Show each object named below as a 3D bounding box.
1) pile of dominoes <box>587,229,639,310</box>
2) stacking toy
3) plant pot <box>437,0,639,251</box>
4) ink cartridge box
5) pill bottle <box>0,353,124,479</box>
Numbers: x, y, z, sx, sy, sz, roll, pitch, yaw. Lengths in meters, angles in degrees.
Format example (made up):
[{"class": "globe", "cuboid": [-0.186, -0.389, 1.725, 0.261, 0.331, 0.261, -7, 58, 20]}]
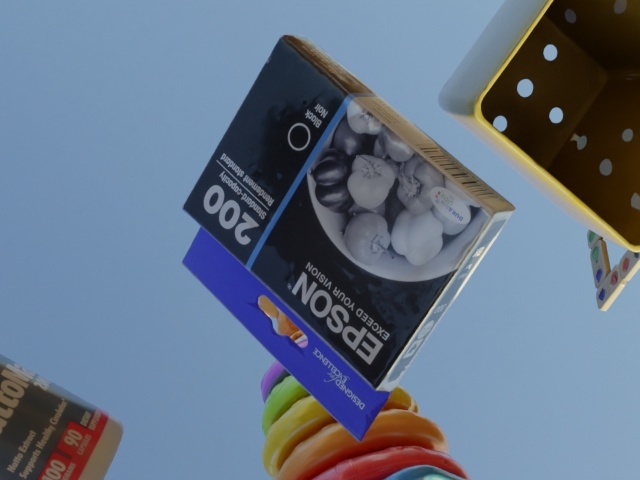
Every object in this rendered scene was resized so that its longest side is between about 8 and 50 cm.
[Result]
[{"class": "pile of dominoes", "cuboid": [0.339, -0.072, 1.454, 0.040, 0.251, 0.196, 10, -131, -13]}, {"class": "stacking toy", "cuboid": [0.008, 0.135, 1.046, 0.165, 0.175, 0.302, 33, -154, -49]}, {"class": "plant pot", "cuboid": [0.231, -0.140, 1.205, 0.212, 0.187, 0.212, 37, -97, -19]}, {"class": "ink cartridge box", "cuboid": [0.000, 0.000, 0.897, 0.206, 0.208, 0.045, 42, -154, 25]}, {"class": "pill bottle", "cuboid": [-0.218, 0.112, 0.769, 0.180, 0.108, 0.108, 30, -140, -8]}]
